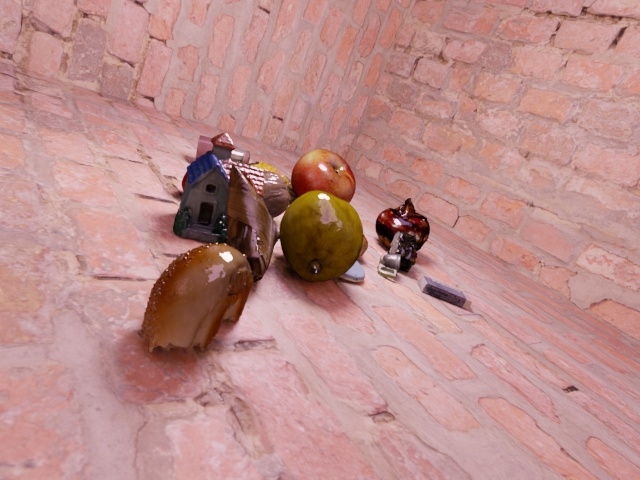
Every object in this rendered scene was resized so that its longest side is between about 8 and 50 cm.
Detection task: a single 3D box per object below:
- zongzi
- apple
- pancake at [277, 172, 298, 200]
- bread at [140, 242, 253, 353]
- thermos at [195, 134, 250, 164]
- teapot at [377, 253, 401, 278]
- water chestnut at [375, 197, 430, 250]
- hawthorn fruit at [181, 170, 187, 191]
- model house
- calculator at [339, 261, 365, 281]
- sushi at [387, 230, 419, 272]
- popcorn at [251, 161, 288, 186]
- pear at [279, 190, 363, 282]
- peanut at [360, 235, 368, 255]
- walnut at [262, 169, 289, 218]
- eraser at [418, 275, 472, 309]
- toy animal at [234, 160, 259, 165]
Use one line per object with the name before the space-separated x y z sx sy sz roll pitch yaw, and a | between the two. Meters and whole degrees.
zongzi | -0.221 -0.051 1.245 0.134 0.289 0.286 -13 27 7
apple | 0.012 -0.293 2.205 0.348 0.277 0.349 28 41 -28
pancake | -0.271 -0.311 2.302 0.386 0.082 0.387 18 21 -7
bread | -0.247 0.098 0.914 0.171 0.192 0.314 26 17 6
thermos | -0.493 -0.437 2.210 0.264 0.146 0.176 10 9 -10
teapot | 0.283 0.098 1.788 0.090 0.092 0.124 9 8 11
water chestnut | 0.417 -0.077 2.170 0.299 0.300 0.300 21 17 -7
hawthorn fruit | -0.468 -0.223 1.712 0.162 0.163 0.203 16 4 -23
model house | -0.304 -0.175 1.441 0.294 0.330 0.252 14 16 -22
calculator | 0.058 0.069 1.656 0.188 0.042 0.303 10 24 -35
sushi | 0.369 0.059 1.956 0.114 0.147 0.213 28 34 -5
popcorn | -0.252 -0.276 2.011 0.202 0.201 0.226 3 -19 -5
pear | 0.000 0.000 1.425 0.286 0.288 0.375 21 32 -8
peanut | 0.132 -0.005 1.861 0.120 0.111 0.236 9 18 -14
walnut | -0.239 -0.184 1.772 0.224 0.225 0.224 21 17 -7
eraser | 0.518 0.215 1.803 0.212 0.046 0.092 22 17 -5
toy animal | -0.392 -0.292 1.860 0.259 0.087 0.243 -8 -8 27
